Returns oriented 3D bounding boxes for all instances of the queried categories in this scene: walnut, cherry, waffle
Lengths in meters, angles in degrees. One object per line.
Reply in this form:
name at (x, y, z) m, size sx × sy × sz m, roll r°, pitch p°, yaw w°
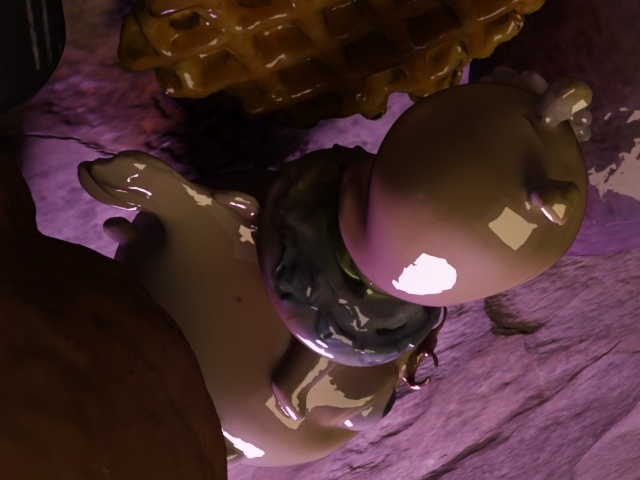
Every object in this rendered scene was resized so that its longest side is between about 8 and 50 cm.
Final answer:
walnut at (-0.224, 0.141, 0.896) m, size 0.383 × 0.384 × 0.383 m, roll -22°, pitch 151°, yaw -13°
cherry at (0.198, -0.094, 1.052) m, size 0.213 × 0.183 × 0.266 m, roll -27°, pitch 134°, yaw -11°
waffle at (0.021, -0.152, 0.890) m, size 0.291 × 0.051 × 0.291 m, roll -12°, pitch 152°, yaw -7°

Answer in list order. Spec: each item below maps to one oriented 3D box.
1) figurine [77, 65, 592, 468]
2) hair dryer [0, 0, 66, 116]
figurine at (0.000, 0.000, 0.935) m, size 0.274 × 0.227 × 0.394 m, roll 25°, pitch 150°, yaw -28°
hair dryer at (-0.281, -0.101, 0.664) m, size 0.352 × 0.107 × 0.189 m, roll -21°, pitch 143°, yaw -17°
